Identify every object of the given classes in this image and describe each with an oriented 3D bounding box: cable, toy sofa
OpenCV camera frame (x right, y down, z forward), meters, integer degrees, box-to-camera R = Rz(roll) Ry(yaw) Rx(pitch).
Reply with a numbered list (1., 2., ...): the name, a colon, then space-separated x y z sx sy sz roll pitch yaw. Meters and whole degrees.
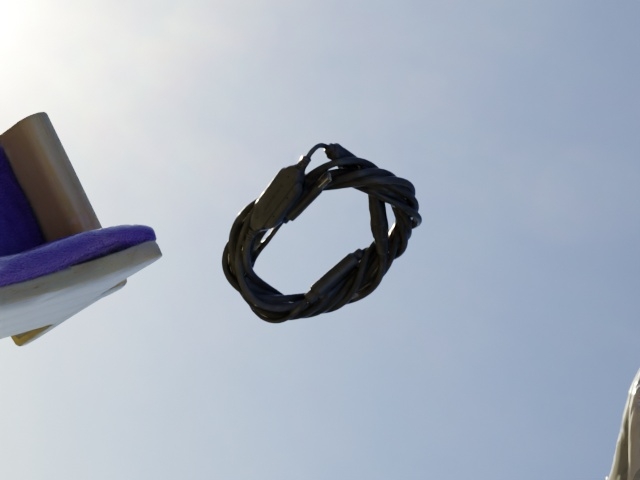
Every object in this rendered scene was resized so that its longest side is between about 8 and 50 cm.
1. cable: 0.000 0.000 1.403 0.184 0.151 0.047 -55 -145 25
2. toy sofa: -0.286 0.007 1.068 0.177 0.362 0.150 -32 -98 33

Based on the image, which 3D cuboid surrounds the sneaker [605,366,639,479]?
1. sneaker: 0.278 0.209 1.389 0.105 0.281 0.115 33 -43 -9
